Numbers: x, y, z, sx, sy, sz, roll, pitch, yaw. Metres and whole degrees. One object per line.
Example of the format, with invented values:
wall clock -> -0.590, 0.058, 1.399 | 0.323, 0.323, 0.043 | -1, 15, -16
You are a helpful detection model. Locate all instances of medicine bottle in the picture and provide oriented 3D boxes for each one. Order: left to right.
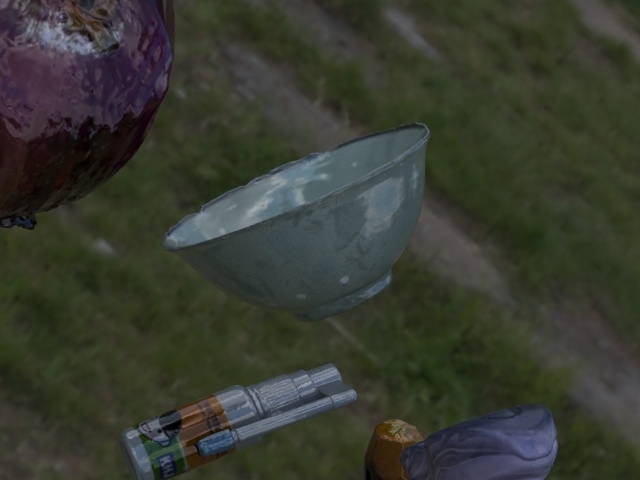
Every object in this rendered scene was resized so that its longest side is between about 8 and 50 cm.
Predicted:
medicine bottle -> -0.077, 0.174, 1.608 | 0.092, 0.220, 0.061 | 24, -48, 66

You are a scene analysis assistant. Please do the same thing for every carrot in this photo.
carrot -> 0.071, 0.329, 1.766 | 0.066, 0.314, 0.066 | 3, 29, -1

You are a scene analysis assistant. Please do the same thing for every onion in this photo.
onion -> -0.315, -0.157, 1.444 | 0.347, 0.385, 0.348 | 20, 56, -32

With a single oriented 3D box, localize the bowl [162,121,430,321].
bowl -> 0.000, 0.000, 1.823 | 0.146, 0.313, 0.313 | 65, 16, -12

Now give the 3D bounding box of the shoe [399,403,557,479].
shoe -> 0.147, 0.222, 1.459 | 0.095, 0.245, 0.138 | -19, 81, -20
